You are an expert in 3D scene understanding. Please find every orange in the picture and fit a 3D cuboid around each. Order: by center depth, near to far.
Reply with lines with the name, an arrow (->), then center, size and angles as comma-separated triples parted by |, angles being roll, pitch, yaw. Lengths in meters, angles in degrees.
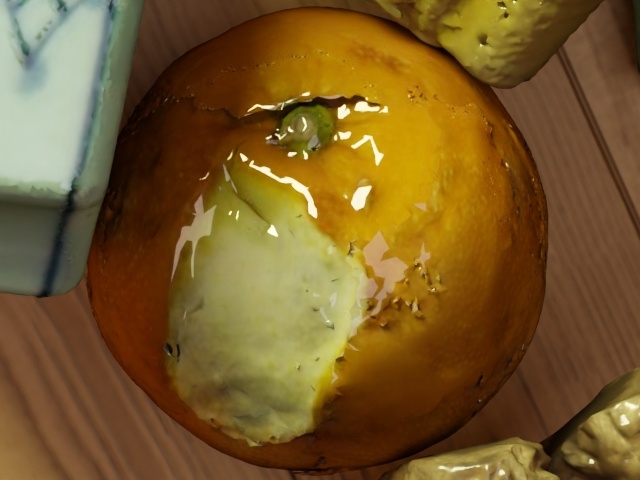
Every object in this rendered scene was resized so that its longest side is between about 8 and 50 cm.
orange -> 0.000, 0.000, 0.934 | 0.240, 0.240, 0.240 | -2, 99, -13

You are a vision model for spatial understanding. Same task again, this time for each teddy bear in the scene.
teddy bear -> 0.105, 0.214, 0.987 | 0.246, 0.296, 0.222 | -16, 80, -25

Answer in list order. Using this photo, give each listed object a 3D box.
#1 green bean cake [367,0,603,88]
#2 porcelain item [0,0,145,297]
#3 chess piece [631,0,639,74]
green bean cake -> 0.063, -0.210, 0.913 | 0.224, 0.229, 0.131 | 37, 131, -3
porcelain item -> -0.161, -0.129, 0.850 | 0.157, 0.286, 0.281 | 12, 98, -11
chess piece -> 0.292, -0.148, 1.035 | 0.298, 0.176, 0.175 | 17, 95, -1
